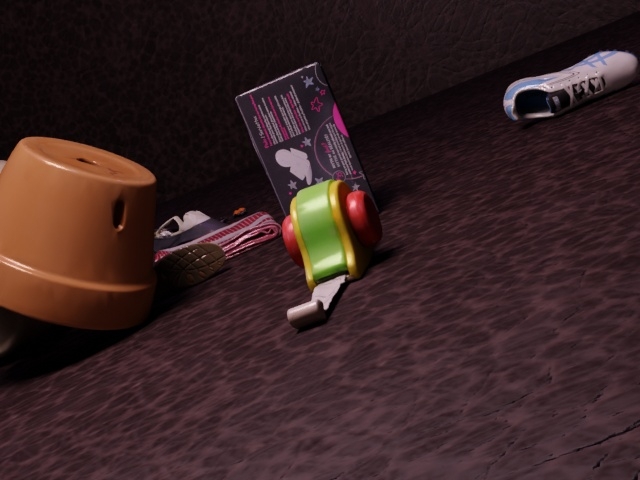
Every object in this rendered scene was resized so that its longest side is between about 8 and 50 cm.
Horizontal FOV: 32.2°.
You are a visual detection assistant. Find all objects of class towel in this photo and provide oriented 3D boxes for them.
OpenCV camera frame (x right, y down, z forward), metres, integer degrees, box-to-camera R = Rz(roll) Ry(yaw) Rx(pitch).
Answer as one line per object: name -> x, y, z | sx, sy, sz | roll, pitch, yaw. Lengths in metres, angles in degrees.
towel -> -0.194, 0.005, 2.023 | 0.237, 0.037, 0.329 | -23, 8, -4

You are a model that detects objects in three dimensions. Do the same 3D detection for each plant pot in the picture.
plant pot -> -0.359, -0.023, 1.590 | 0.291, 0.203, 0.291 | 17, 11, -4

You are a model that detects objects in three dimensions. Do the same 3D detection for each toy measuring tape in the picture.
toy measuring tape -> 0.000, 0.000, 1.276 | 0.121, 0.121, 0.330 | -21, 9, 17

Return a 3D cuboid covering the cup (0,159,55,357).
cup -> -0.552, 0.064, 1.810 | 0.331, 0.331, 0.237 | -22, 27, 6

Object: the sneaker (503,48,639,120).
sneaker -> 0.428, -0.255, 1.886 | 0.237, 0.085, 0.086 | -17, 36, 18

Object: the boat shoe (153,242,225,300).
boat shoe -> -0.235, 0.049, 1.762 | 0.178, 0.064, 0.060 | -26, 10, 0

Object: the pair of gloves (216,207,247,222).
pair of gloves -> -0.203, -0.052, 2.483 | 0.083, 0.010, 0.074 | -27, 10, -5

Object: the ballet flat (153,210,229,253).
ballet flat -> -0.278, -0.022, 2.296 | 0.203, 0.074, 0.074 | -17, 11, 35

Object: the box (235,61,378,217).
box -> -0.020, -0.140, 1.737 | 0.142, 0.247, 0.163 | -21, 8, 4
